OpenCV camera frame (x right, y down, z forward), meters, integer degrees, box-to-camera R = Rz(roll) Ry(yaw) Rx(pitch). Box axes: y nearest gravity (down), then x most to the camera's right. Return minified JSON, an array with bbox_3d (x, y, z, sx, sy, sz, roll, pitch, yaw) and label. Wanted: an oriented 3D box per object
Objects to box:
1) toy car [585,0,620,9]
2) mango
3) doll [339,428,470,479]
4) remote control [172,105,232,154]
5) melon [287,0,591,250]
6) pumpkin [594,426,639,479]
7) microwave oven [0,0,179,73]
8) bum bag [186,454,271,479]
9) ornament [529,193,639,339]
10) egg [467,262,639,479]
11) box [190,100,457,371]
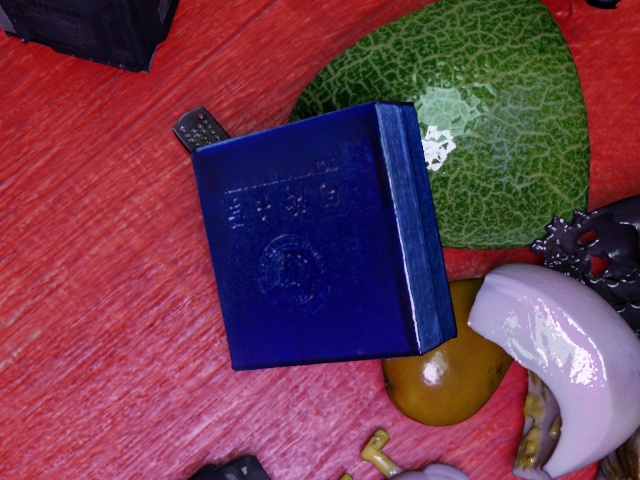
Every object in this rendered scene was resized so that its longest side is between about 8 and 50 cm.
[{"bbox_3d":[0.314,-0.428,1.143,0.189,0.190,0.255,6,37,-7],"label":"toy car"},{"bbox_3d":[0.168,0.130,1.082,0.151,0.120,0.221,41,71,-8],"label":"mango"},{"bbox_3d":[0.180,0.390,1.044,0.365,0.094,0.160,39,76,4],"label":"doll"},{"bbox_3d":[-0.114,-0.089,1.150,0.059,0.028,0.212,-39,84,-7],"label":"remote control"},{"bbox_3d":[0.143,-0.133,1.105,0.344,0.226,0.331,-16,106,-17],"label":"melon"},{"bbox_3d":[0.453,0.345,1.045,0.222,0.139,0.317,15,80,-2],"label":"pumpkin"},{"bbox_3d":[-0.303,-0.347,1.049,0.238,0.295,0.181,16,77,-1],"label":"microwave oven"},{"bbox_3d":[-0.192,0.351,1.022,0.341,0.095,0.144,-10,95,-5],"label":"bum bag"},{"bbox_3d":[0.410,0.041,1.101,0.260,0.106,0.251,-25,121,5],"label":"ornament"},{"bbox_3d":[0.304,0.149,1.013,0.206,0.162,0.271,-33,118,-45],"label":"egg"},{"bbox_3d":[0.000,0.000,1.009,0.261,0.116,0.278,-10,90,33],"label":"box"}]
